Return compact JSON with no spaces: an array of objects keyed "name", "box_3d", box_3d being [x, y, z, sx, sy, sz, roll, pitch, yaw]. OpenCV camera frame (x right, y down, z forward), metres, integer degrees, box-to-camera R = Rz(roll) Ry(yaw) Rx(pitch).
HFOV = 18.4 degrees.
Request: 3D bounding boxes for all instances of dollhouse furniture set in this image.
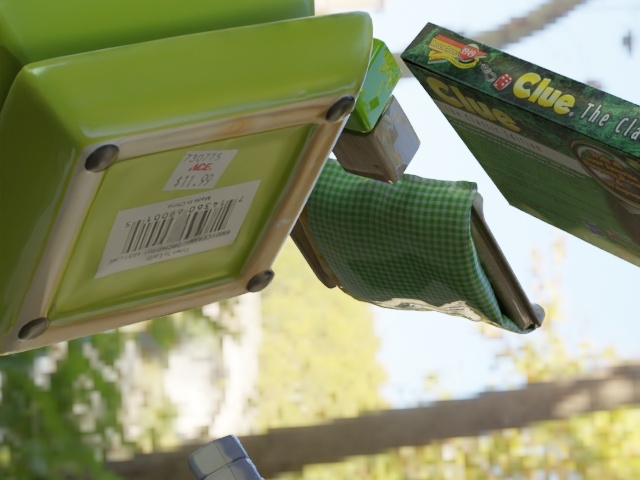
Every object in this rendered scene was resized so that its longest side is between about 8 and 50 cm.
[{"name":"dollhouse furniture set","box_3d":[0.000,0.000,1.399,0.151,0.198,0.301,-53,134,-21]}]

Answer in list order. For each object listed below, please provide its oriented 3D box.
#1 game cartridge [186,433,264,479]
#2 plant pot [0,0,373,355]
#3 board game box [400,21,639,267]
[{"name":"game cartridge","box_3d":[0.003,0.349,1.607,0.230,0.068,0.355,46,-19,51]},{"name":"plant pot","box_3d":[-0.118,-0.079,0.991,0.207,0.228,0.227,55,-41,26]},{"name":"board game box","box_3d":[0.158,-0.019,0.926,0.260,0.030,0.136,29,-12,43]}]
